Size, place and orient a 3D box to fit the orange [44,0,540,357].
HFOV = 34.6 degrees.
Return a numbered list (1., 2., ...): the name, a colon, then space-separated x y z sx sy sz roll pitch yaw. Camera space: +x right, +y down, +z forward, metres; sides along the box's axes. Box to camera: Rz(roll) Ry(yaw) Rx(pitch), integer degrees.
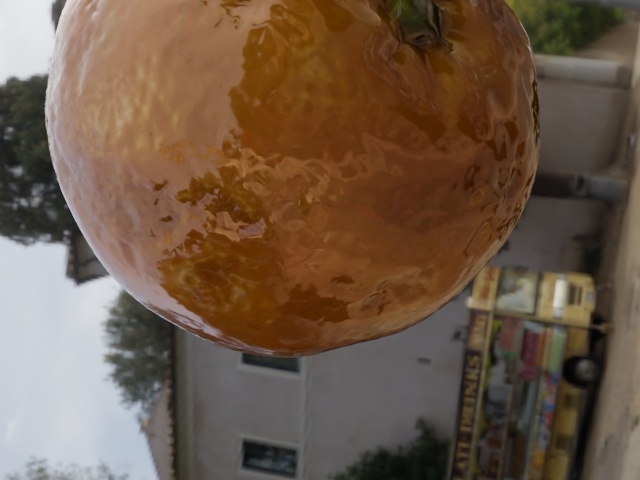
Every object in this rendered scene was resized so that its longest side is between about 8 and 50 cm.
1. orange: -0.013 -0.067 0.553 0.261 0.261 0.261 8 -90 -78
